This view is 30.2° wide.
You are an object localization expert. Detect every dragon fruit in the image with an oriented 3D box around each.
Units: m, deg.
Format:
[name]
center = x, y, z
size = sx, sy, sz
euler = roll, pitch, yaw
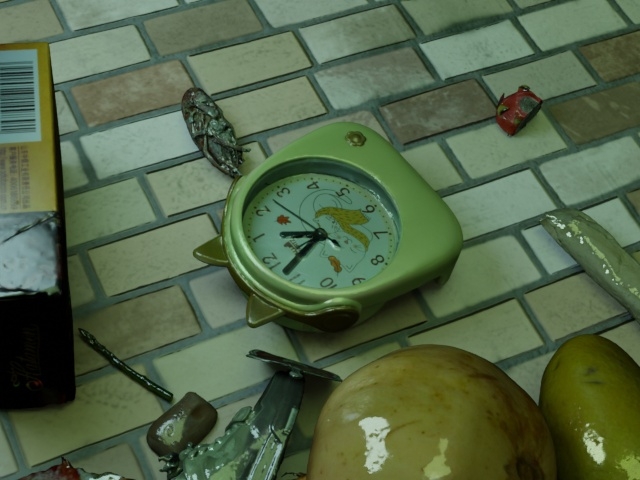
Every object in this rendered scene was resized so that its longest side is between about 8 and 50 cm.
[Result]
[dragon fruit]
center = 0.318, -0.217, 1.921
size = 0.060, 0.056, 0.083
euler = 40, 60, 17

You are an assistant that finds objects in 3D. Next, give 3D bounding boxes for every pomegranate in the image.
[pomegranate]
center = 0.108, 0.291, 1.391
size = 0.338, 0.338, 0.338
euler = 4, 55, -6

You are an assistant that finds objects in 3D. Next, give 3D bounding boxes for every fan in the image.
[fan]
center = -0.032, 0.163, 1.519
size = 0.132, 0.220, 0.009
euler = 15, 88, -1

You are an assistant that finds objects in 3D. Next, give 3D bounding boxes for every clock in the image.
[clock]
center = 0.000, 0.000, 1.683
size = 0.348, 0.117, 0.286
euler = -29, 64, -24

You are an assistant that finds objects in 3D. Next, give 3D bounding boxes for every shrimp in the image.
[shrimp]
center = -0.157, -0.155, 1.793
size = 0.074, 0.073, 0.190
euler = -10, 58, -31

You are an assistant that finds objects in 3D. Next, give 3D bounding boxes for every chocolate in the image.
[chocolate]
center = -0.177, 0.239, 1.539
size = 0.064, 0.031, 0.100
euler = 40, 57, 13

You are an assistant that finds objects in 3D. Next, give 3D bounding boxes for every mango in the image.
[mango]
center = 0.384, 0.270, 1.487
size = 0.182, 0.253, 0.365
euler = -28, 43, 23

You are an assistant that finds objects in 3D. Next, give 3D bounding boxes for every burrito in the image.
[burrito]
center = 0.434, 0.048, 1.752
size = 0.082, 0.059, 0.275
euler = -19, 59, -37

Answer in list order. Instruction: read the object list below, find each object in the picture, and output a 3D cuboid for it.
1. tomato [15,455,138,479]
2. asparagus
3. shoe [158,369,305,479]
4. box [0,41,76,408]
[tomato]
center = -0.274, 0.405, 1.326
size = 0.308, 0.170, 0.309
euler = -21, 40, 18
[asparagus]
center = -0.263, 0.167, 1.586
size = 0.162, 0.016, 0.016
euler = 34, 83, 15
[shoe]
center = -0.122, 0.271, 1.475
size = 0.149, 0.109, 0.293
euler = 17, 54, 3
[box]
center = -0.391, -0.020, 1.547
size = 0.115, 0.264, 0.415
euler = -4, 54, -12
